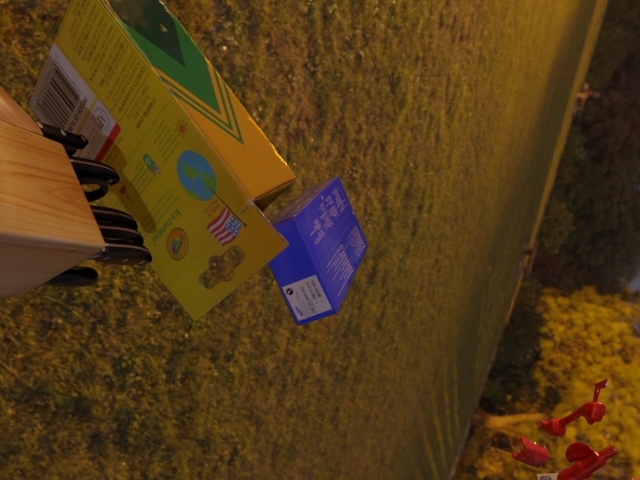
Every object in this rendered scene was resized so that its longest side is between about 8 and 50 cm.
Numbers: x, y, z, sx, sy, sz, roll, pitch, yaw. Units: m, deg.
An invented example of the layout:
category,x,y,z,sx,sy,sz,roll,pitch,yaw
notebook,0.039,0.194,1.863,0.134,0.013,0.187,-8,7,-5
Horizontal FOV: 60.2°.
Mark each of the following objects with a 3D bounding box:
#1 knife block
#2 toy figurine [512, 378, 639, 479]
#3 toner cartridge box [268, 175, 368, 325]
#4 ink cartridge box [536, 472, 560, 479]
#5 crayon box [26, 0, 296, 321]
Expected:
category,x,y,z,sx,sy,sz,roll,pitch,yaw
knife block,-0.218,-0.004,0.388,0.242,0.088,0.276,55,9,-35
toy figurine,0.366,0.337,0.526,0.191,0.217,0.362,-57,-158,20
toner cartridge box,0.000,0.000,0.985,0.165,0.075,0.348,67,18,-10
ink cartridge box,0.383,0.466,0.864,0.207,0.046,0.097,-36,117,-76
crayon box,-0.165,-0.088,0.598,0.318,0.202,0.081,54,41,0
